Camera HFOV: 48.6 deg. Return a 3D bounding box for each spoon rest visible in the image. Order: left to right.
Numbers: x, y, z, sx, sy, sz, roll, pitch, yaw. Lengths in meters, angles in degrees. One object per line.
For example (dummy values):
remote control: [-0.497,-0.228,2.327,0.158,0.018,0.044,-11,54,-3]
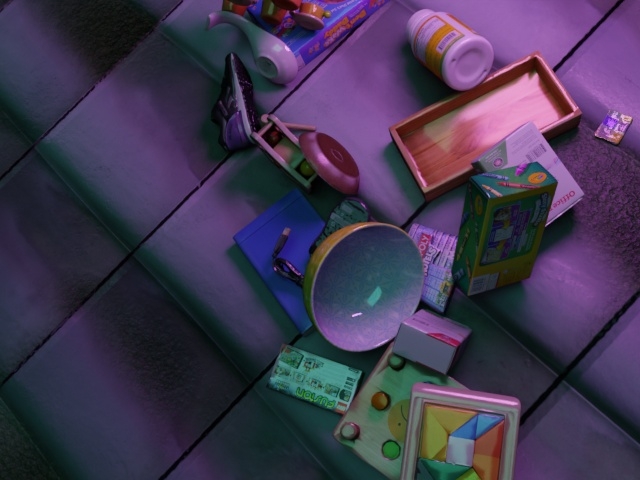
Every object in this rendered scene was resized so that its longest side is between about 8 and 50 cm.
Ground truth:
spoon rest: [-0.175,-0.525,1.903,0.276,0.137,0.084,36,57,-3]

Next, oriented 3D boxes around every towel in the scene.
towel: [0.700,-0.271,1.691,0.060,0.009,0.083,32,82,22]

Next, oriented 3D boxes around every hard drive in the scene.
hard drive: [-0.049,0.048,1.752,0.210,0.040,0.319,-38,67,-1]

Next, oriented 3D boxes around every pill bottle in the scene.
pill bottle: [0.310,-0.485,1.764,0.136,0.136,0.246,-33,43,1]

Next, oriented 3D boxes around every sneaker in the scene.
sneaker: [-0.250,-0.377,1.918,0.124,0.107,0.284,-17,68,14]

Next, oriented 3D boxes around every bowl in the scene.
bowl: [0.071,0.086,1.575,0.289,0.289,0.156,-53,31,-7]

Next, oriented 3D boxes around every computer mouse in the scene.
computer mouse: [0.000,0.000,1.705,0.184,0.060,0.262,29,91,17]

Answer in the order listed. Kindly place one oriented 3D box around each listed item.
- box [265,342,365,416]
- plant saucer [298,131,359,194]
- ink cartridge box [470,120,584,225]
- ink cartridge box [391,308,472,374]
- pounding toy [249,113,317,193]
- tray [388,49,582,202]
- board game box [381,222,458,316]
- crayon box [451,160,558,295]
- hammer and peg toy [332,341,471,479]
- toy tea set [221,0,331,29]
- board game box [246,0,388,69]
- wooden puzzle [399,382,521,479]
box: [-0.013,0.325,1.651,0.206,0.036,0.114,17,77,19]
plant saucer: [0.031,-0.199,1.734,0.036,0.198,0.199,-43,64,26]
ink cartridge box: [0.470,-0.140,1.619,0.154,0.093,0.212,-37,91,1]
ink cartridge box: [0.246,0.217,1.544,0.127,0.175,0.072,22,102,20]
pounding toy: [-0.070,-0.258,1.801,0.155,0.154,0.269,-46,68,-4]
tray: [0.396,-0.278,1.736,0.410,0.076,0.203,-27,68,5]
board game box: [0.232,0.055,1.670,0.194,0.060,0.194,18,77,18]
crayon box: [0.387,-0.021,1.514,0.165,0.279,0.081,-14,43,-17]
hammer and peg toy: [0.241,0.410,1.511,0.361,0.127,0.266,31,81,18]
toy tea set: [-0.136,-0.655,1.848,0.335,0.200,0.124,14,84,24]
board game box: [-0.003,-0.664,1.964,0.347,0.078,0.233,-37,67,0]
wooden puzzle: [0.276,0.415,1.410,0.220,0.044,0.239,6,74,13]
